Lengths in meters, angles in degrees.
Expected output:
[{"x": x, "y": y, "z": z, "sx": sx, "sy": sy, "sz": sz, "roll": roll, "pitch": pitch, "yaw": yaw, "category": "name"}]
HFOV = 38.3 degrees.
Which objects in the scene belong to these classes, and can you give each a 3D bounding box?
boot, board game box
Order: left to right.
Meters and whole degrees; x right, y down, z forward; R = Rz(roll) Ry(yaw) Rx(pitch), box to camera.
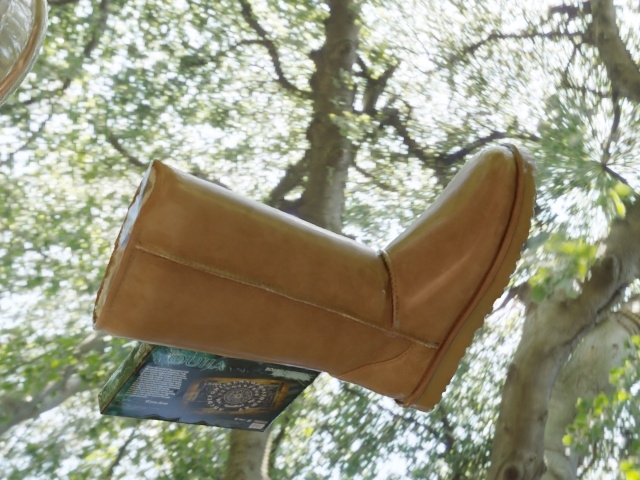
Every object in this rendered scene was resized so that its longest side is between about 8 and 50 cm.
[{"x": -0.103, "y": 0.137, "z": 0.895, "sx": 0.126, "sy": 0.186, "sz": 0.026, "roll": -49, "pitch": -138, "yaw": 34, "category": "board game box"}, {"x": 0.000, "y": 0.000, "z": 0.671, "sx": 0.269, "sy": 0.089, "sz": 0.236, "roll": 19, "pitch": -81, "yaw": -17, "category": "boot"}]

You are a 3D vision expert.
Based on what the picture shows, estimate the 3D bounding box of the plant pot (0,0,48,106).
[{"x": -0.483, "y": -0.297, "z": 0.904, "sx": 0.334, "sy": 0.305, "sz": 0.334, "roll": -3, "pitch": -120, "yaw": 5, "category": "plant pot"}]
